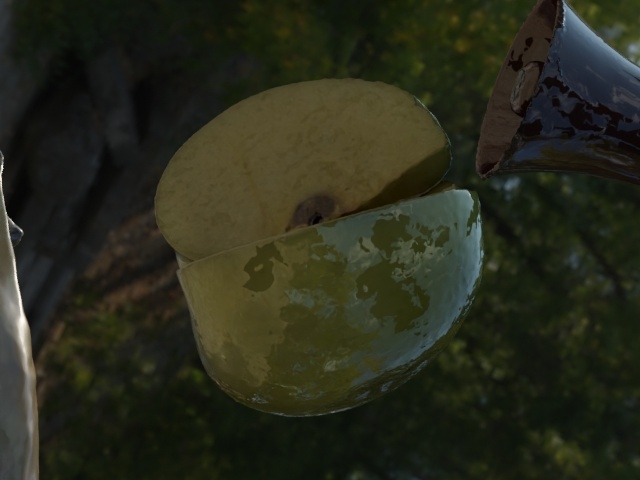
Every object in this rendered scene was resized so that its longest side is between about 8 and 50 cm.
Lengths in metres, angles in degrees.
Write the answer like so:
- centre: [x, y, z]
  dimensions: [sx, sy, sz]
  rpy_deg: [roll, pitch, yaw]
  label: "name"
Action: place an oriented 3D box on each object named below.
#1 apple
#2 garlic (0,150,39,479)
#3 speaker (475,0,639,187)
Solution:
- centre: [0.005, 0.019, 1.306]
  dimensions: [0.295, 0.257, 0.233]
  rpy_deg: [-117, -168, -57]
  label: "apple"
- centre: [-0.219, 0.110, 0.799]
  dimensions: [0.196, 0.151, 0.338]
  rpy_deg: [-101, -160, -55]
  label: "garlic"
- centre: [0.336, -0.105, 1.456]
  dimensions: [0.259, 0.329, 0.198]
  rpy_deg: [112, -2, -84]
  label: "speaker"
